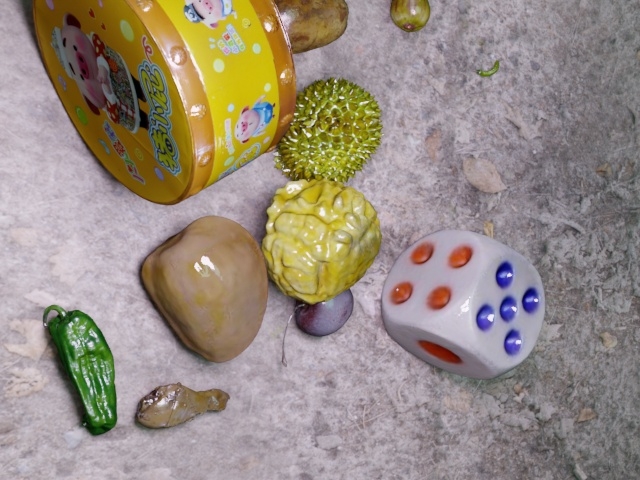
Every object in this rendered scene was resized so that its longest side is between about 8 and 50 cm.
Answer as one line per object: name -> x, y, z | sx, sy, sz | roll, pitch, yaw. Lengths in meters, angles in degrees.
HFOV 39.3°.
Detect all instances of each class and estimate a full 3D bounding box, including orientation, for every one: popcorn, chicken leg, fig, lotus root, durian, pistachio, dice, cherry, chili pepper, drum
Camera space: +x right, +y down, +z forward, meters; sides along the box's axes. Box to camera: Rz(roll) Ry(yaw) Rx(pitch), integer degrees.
popcorn -> -0.007, -0.006, 1.696 | 0.249, 0.225, 0.249 | -49, 158, -27
chicken leg -> -0.246, 0.301, 1.654 | 0.197, 0.069, 0.085 | 3, 91, -44
fig -> 0.187, -0.535, 1.971 | 0.093, 0.093, 0.166 | 4, 61, -37
lotus root -> -0.056, -0.437, 1.745 | 0.260, 0.128, 0.145 | -17, 87, -41
durian -> 0.018, -0.215, 1.783 | 0.200, 0.176, 0.237 | 37, 80, -10
pistachio -> -0.191, 0.088, 1.631 | 0.212, 0.163, 0.261 | -26, 110, 7
dice -> 0.309, 0.137, 1.946 | 0.243, 0.259, 0.251 | 43, 66, -31
cherry -> 0.003, 0.159, 1.821 | 0.148, 0.115, 0.188 | -16, 113, -75
chili pepper -> -0.400, 0.217, 1.530 | 0.100, 0.074, 0.257 | -27, 107, -34
chili pepper -> 0.405, -0.411, 2.157 | 0.083, 0.017, 0.030 | -22, 102, -34
drum -> -0.249, -0.278, 1.426 | 0.214, 0.431, 0.431 | -34, 110, -32
